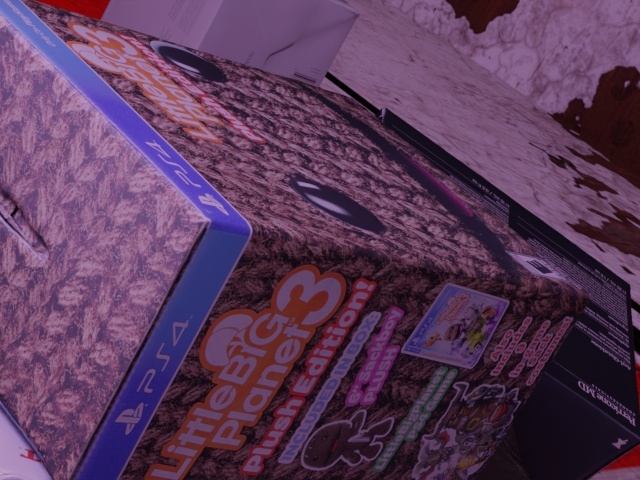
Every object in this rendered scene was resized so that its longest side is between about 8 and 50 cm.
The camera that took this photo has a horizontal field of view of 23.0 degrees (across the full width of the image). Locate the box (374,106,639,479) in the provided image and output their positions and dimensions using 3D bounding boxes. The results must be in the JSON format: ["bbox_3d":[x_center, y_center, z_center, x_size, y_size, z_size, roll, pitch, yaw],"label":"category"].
[{"bbox_3d":[0.112,0.049,1.183,0.261,0.103,0.184,34,32,-17],"label":"box"}]

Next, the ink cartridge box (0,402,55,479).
[{"bbox_3d":[-0.116,0.115,0.785,0.139,0.082,0.191,24,19,-19],"label":"ink cartridge box"}]

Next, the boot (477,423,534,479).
[{"bbox_3d":[0.071,0.160,0.974,0.263,0.091,0.229,10,33,-33],"label":"boot"}]

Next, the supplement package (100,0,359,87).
[{"bbox_3d":[-0.102,-0.206,1.569,0.149,0.194,0.203,18,20,-36],"label":"supplement package"}]

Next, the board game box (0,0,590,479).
[{"bbox_3d":[-0.047,0.008,0.823,0.291,0.141,0.232,11,25,-47],"label":"board game box"}]
